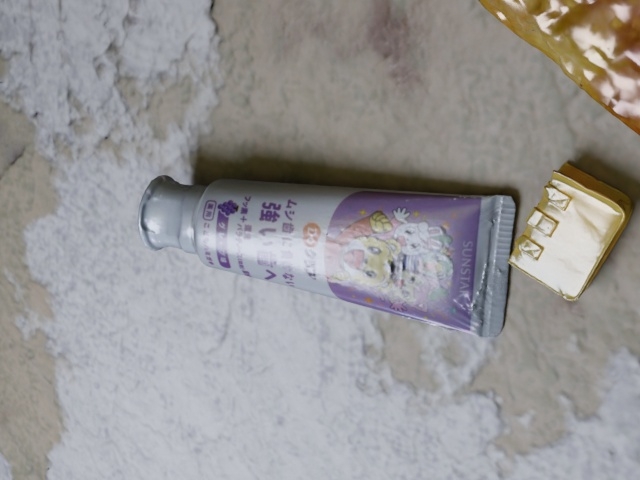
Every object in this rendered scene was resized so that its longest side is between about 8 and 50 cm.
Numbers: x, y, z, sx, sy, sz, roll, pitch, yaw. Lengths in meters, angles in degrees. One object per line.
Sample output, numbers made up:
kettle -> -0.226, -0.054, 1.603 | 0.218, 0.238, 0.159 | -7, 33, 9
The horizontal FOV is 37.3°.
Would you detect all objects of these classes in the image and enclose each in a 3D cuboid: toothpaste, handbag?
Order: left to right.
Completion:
toothpaste -> 0.000, 0.000, 0.749 | 0.299, 0.073, 0.113 | 9, 109, 21
handbag -> 0.172, -0.005, 0.660 | 0.061, 0.027, 0.083 | 34, 120, 18

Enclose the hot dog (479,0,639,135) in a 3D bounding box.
hot dog -> 0.142, -0.241, 0.514 | 0.405, 0.185, 0.223 | 43, 123, 14
